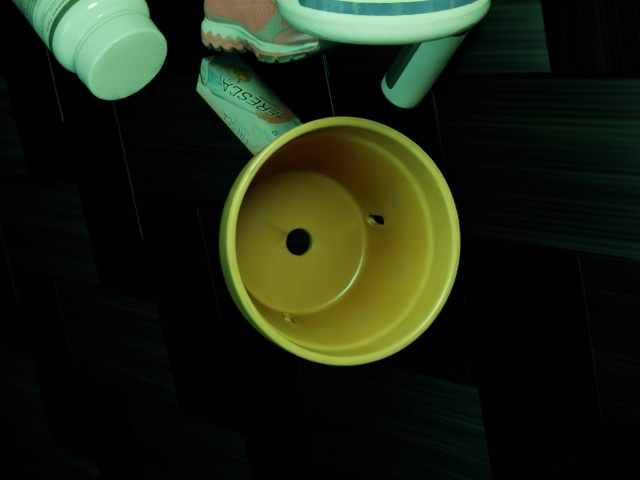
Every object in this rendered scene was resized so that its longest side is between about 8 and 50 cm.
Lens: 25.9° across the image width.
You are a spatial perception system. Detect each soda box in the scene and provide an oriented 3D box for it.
[{"bbox_3d":[-0.096,-0.182,1.925,0.183,0.058,0.063,48,141,28],"label":"soda box"}]

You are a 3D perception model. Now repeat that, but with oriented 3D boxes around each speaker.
[{"bbox_3d":[0.121,-0.214,1.606,0.055,0.055,0.136,57,145,18],"label":"speaker"}]

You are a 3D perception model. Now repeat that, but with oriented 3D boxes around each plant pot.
[{"bbox_3d":[0.000,0.000,1.715,0.203,0.290,0.291,-178,71,-71],"label":"plant pot"}]

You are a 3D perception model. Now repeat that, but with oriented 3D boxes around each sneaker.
[{"bbox_3d":[-0.061,-0.304,1.761,0.313,0.116,0.136,17,119,50],"label":"sneaker"}]

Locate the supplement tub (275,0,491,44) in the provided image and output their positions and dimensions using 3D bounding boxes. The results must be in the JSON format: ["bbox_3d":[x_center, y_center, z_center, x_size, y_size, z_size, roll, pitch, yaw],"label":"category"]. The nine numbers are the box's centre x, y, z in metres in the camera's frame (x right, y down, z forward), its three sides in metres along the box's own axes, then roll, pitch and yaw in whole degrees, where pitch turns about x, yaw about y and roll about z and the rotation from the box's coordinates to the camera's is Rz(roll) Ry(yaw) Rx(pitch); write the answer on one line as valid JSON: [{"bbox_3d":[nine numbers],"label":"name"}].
[{"bbox_3d":[0.064,-0.386,1.432,0.235,0.235,0.325,29,129,45],"label":"supplement tub"}]

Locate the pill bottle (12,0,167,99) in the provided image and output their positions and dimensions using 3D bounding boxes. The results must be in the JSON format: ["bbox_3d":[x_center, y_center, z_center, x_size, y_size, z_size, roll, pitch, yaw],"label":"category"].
[{"bbox_3d":[-0.361,-0.356,2.114,0.283,0.161,0.161,50,142,26],"label":"pill bottle"}]
